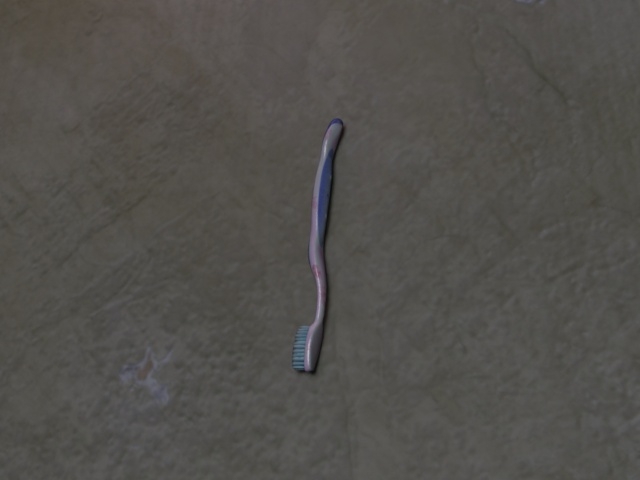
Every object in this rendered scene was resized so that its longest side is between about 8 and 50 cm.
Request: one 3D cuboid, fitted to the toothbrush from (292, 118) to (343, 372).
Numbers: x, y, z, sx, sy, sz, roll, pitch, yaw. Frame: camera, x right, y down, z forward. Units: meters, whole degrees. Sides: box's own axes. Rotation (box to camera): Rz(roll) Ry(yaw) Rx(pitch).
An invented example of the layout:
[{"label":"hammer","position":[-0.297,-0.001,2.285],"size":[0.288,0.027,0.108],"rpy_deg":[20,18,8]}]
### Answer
[{"label":"toothbrush","position":[0.000,0.000,1.252],"size":[0.027,0.021,0.269],"rpy_deg":[-2,63,18]}]
